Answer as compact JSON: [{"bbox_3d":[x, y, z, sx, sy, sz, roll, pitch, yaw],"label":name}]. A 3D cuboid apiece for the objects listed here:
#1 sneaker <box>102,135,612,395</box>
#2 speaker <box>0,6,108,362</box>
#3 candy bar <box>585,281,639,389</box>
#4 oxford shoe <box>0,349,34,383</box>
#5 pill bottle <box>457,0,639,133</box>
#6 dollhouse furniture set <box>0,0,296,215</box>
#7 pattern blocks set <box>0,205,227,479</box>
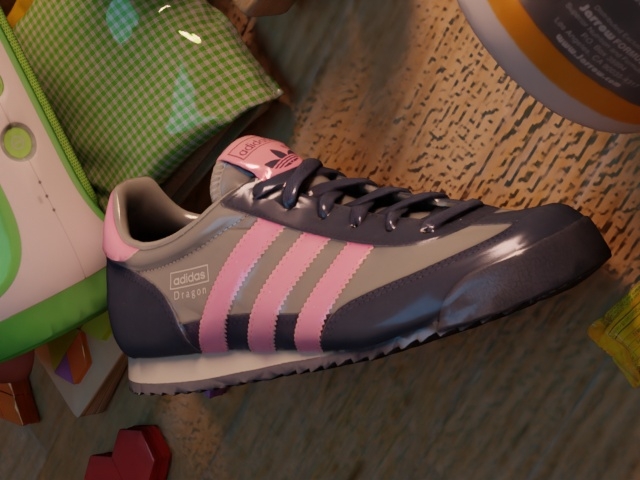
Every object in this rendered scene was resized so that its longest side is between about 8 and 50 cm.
[{"bbox_3d":[0.000,0.000,1.005,0.319,0.112,0.131,-13,94,35],"label":"sneaker"},{"bbox_3d":[-0.226,-0.078,1.117,0.131,0.131,0.296,-19,100,44],"label":"speaker"},{"bbox_3d":[0.188,0.013,0.911,0.040,0.018,0.161,54,129,18],"label":"candy bar"},{"bbox_3d":[-0.285,-0.067,1.229,0.123,0.130,0.348,137,120,-64],"label":"oxford shoe"},{"bbox_3d":[0.192,-0.172,0.775,0.278,0.162,0.162,-35,73,42],"label":"pill bottle"},{"bbox_3d":[-0.124,-0.151,1.075,0.301,0.151,0.197,-48,64,33],"label":"dollhouse furniture set"},{"bbox_3d":[-0.175,0.019,1.260,0.325,0.026,0.285,40,122,33],"label":"pattern blocks set"}]
